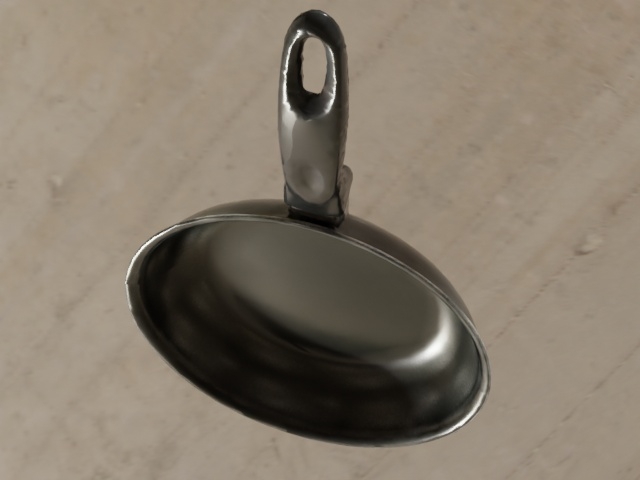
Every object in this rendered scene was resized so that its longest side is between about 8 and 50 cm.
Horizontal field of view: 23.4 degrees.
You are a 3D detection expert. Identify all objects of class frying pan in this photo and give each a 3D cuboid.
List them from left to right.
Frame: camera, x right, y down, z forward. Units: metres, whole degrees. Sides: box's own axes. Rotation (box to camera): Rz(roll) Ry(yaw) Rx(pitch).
[{"bbox_3d":[-0.026,0.001,0.761,0.197,0.326,0.053,0,-131,26],"label":"frying pan"}]
